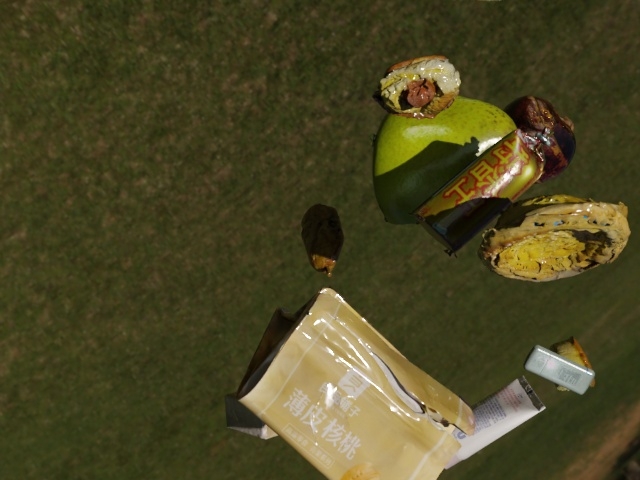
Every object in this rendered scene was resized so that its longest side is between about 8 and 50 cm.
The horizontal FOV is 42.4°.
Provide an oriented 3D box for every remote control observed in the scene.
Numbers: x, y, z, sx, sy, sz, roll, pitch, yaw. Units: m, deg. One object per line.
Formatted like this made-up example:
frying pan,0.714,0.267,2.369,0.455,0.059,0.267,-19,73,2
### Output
remote control,0.429,0.233,1.483,0.018,0.124,0.053,-72,-173,-74

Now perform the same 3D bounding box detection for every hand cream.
hand cream,0.343,0.378,1.726,0.248,0.083,0.133,-33,-158,8

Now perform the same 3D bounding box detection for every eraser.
eraser,-0.032,0.347,1.803,0.343,0.144,0.078,-6,95,-40

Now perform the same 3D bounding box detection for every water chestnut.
water chestnut,0.516,-0.247,2.080,0.238,0.223,0.224,-35,161,23

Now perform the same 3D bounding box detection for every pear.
pear,0.307,-0.212,1.913,0.342,0.318,0.238,-56,133,-38

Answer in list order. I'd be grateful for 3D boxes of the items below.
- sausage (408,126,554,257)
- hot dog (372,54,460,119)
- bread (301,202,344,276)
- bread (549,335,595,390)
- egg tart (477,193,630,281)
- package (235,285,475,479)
sausage,0.335,-0.107,1.615,0.317,0.125,0.117,-40,-174,2
hot dog,0.164,-0.255,1.389,0.146,0.103,0.213,-11,-168,13
bread,0.002,0.001,2.183,0.084,0.344,0.124,22,113,-15
bread,0.591,0.293,1.951,0.086,0.125,0.156,-16,167,3
egg tart,0.400,-0.017,1.458,0.291,0.107,0.291,-3,155,-2
package,0.063,0.224,1.190,0.165,0.311,0.221,-37,-163,33
